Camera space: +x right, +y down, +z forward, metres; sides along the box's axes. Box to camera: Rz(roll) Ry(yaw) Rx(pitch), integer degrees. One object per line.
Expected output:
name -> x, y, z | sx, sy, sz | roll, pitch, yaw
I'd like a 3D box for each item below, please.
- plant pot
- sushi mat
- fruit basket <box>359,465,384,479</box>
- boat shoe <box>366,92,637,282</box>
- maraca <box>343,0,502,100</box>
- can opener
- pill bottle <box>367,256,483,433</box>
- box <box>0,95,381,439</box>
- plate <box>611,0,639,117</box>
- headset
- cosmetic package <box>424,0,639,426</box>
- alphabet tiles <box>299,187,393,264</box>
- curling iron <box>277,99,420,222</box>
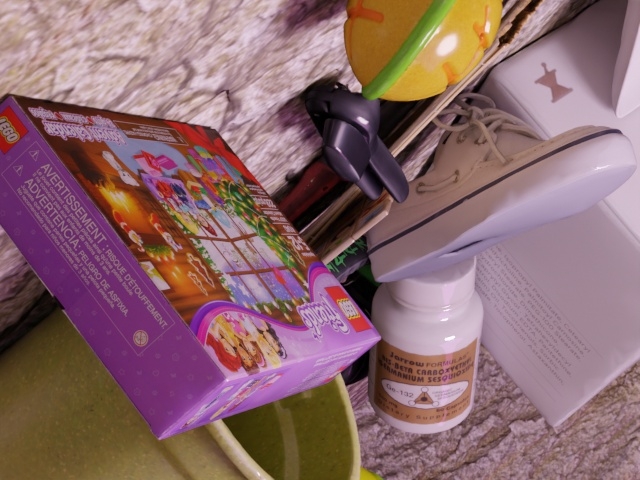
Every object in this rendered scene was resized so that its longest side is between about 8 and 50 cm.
plant pot -> -0.149, 0.140, 1.154 | 0.254, 0.276, 0.276 | -30, 172, 18
sushi mat -> 0.092, -0.113, 1.328 | 0.316, 0.019, 0.151 | -45, -175, 41
fruit basket -> -0.117, 0.254, 1.545 | 0.392, 0.283, 0.392 | -22, 164, -7
boat shoe -> 0.159, -0.078, 1.463 | 0.136, 0.156, 0.367 | -8, 168, -32
maraca -> 0.077, -0.168, 0.992 | 0.127, 0.099, 0.186 | -40, -163, 52
can opener -> 0.029, -0.074, 1.211 | 0.073, 0.059, 0.186 | -66, 158, -10
pill bottle -> 0.123, 0.104, 1.706 | 0.131, 0.131, 0.229 | -31, 139, -33
box -> -0.081, 0.011, 0.918 | 0.057, 0.201, 0.293 | -41, 169, 15
plate -> 0.390, -0.286, 1.446 | 0.277, 0.045, 0.278 | -34, 148, -26
headset -> -0.051, 0.133, 1.780 | 0.243, 0.185, 0.394 | -34, 153, -41
cosmetic package -> 0.343, -0.050, 1.688 | 0.329, 0.327, 0.394 | -33, 166, -26
alphabet tiles -> 0.000, 0.000, 1.418 | 0.198, 0.009, 0.237 | -40, -172, 17
curling iron -> 0.003, -0.060, 1.322 | 0.274, 0.035, 0.068 | -39, 168, 3
